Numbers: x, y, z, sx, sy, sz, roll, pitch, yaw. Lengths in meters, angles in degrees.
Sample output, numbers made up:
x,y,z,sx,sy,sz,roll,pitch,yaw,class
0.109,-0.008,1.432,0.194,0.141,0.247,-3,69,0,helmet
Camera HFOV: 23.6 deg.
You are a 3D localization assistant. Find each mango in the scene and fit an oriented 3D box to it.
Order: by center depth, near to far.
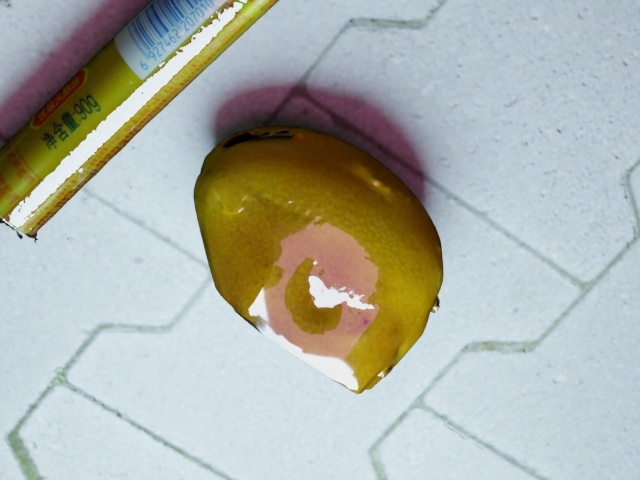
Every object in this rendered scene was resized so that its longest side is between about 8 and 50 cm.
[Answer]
x,y,z,sx,sy,sz,roll,pitch,yaw,class
0.000,0.000,1.286,0.236,0.136,0.166,34,97,-15,mango

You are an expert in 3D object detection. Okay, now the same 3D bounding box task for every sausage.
x,y,z,sx,sy,sz,roll,pitch,yaw,class
-0.135,-0.145,1.228,0.371,0.082,0.082,-42,113,15,sausage
